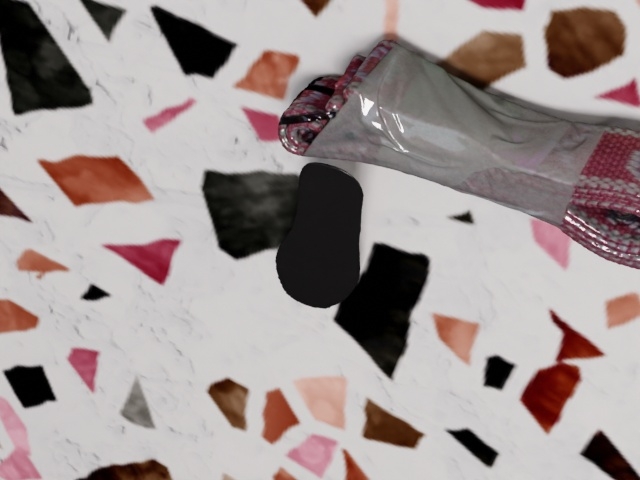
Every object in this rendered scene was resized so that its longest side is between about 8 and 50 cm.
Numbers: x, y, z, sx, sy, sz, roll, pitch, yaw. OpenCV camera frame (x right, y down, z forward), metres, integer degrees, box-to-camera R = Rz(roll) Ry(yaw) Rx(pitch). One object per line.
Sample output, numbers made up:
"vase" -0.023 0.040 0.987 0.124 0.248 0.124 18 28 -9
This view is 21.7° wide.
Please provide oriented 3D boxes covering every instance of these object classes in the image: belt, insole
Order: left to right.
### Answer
"insole" 0.000 0.000 0.963 0.053 0.002 0.153 21 148 9
"belt" 0.091 -0.048 0.883 0.232 0.053 0.071 18 141 15
